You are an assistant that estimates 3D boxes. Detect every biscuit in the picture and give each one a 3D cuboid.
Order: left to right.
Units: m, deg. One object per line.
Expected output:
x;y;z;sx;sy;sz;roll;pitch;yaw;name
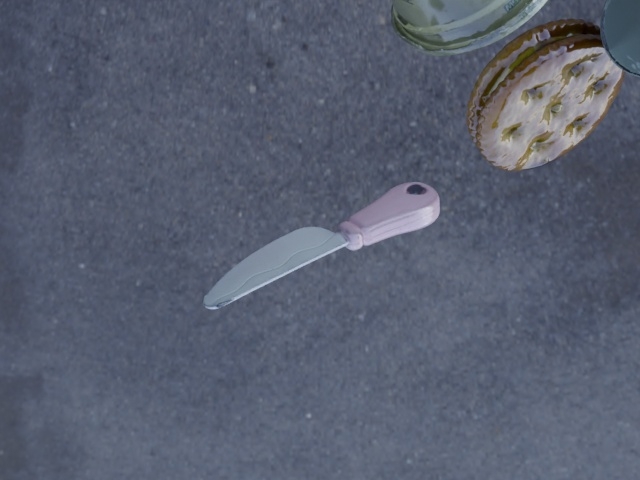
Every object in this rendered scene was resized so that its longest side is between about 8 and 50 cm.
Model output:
0.287;-0.179;1.241;0.221;0.066;0.220;-18;141;-15;biscuit

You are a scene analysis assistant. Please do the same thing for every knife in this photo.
-0.001;-0.001;1.179;0.336;0.081;0.043;-21;126;-24;knife

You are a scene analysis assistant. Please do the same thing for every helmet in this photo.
0.127;-0.314;1.001;0.204;0.257;0.137;-42;123;8;helmet

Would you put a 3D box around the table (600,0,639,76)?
0.435;-0.253;1.163;0.220;0.126;0.126;-12;156;-51;table
